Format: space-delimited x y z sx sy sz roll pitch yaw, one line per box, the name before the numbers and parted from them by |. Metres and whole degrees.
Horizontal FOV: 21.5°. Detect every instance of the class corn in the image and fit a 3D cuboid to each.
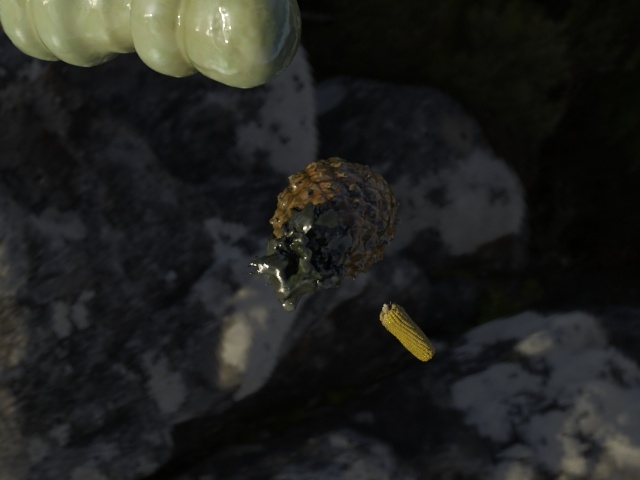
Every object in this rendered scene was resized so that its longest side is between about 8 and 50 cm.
corn | 0.092 0.096 1.803 0.083 0.027 0.028 47 28 -24

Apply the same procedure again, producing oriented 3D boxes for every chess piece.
chess piece | -0.127 -0.186 1.339 0.133 0.243 0.133 -35 133 -47

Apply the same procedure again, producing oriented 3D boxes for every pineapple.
pineapple | 0.000 0.000 1.369 0.108 0.108 0.197 51 24 -6
